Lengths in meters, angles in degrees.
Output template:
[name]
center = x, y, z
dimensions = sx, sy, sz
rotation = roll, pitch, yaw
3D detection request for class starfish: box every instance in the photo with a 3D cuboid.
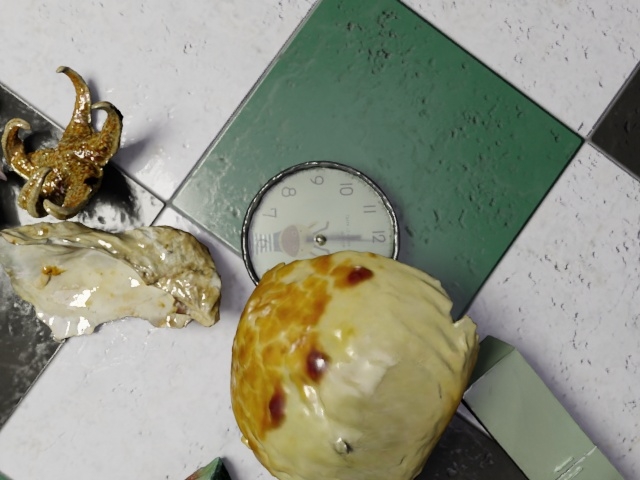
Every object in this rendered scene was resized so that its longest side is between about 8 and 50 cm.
[starfish]
center = -0.257, -0.090, 0.612
dimensions = 0.146, 0.074, 0.190
rotation = -38, 51, 3

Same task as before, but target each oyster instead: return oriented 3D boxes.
[oyster]
center = -0.215, 0.033, 0.634
dimensions = 0.232, 0.161, 0.107
rotation = 7, 54, -1

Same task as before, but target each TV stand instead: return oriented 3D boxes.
[TV stand]
center = 0.258, 0.238, 0.663
dimensions = 0.083, 0.088, 0.269
rotation = -41, 91, -3

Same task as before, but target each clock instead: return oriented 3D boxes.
[clock]
center = 0.000, 0.000, 0.675
dimensions = 0.184, 0.040, 0.185
rotation = 0, 89, -3

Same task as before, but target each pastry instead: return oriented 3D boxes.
[pastry]
center = 0.015, 0.146, 0.583
dimensions = 0.236, 0.170, 0.256
rotation = 23, 119, 2

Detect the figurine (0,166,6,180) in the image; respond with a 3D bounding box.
[figurine]
center = -0.412, -0.115, 0.623
dimensions = 0.137, 0.112, 0.229
rotation = -23, 98, -27

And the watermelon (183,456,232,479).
[watermelon]
center = -0.195, 0.400, 0.631
dimensions = 0.320, 0.213, 0.290
rotation = -49, 132, -39
